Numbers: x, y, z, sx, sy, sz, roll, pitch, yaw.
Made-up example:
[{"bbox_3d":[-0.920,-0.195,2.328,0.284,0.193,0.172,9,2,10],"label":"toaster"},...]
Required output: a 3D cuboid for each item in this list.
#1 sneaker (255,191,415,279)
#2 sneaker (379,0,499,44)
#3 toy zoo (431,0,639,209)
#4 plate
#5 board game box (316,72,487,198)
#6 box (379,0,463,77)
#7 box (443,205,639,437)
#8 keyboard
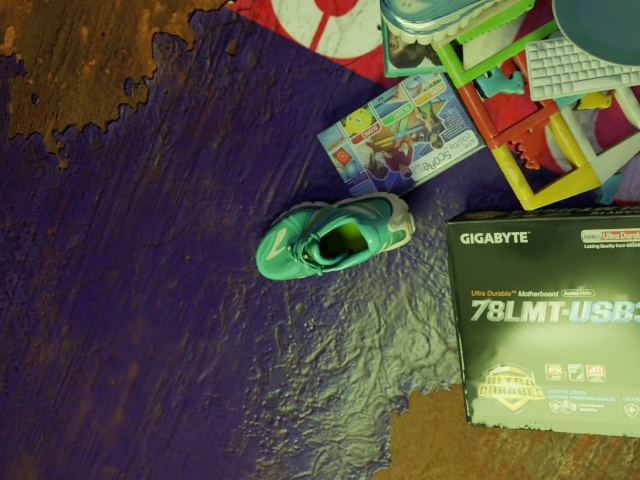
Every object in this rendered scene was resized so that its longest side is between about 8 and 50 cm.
[{"bbox_3d":[0.000,0.000,1.357,0.275,0.110,0.107,-19,101,42],"label":"sneaker"},{"bbox_3d":[0.218,-0.353,1.134,0.330,0.147,0.130,-29,70,2],"label":"sneaker"},{"bbox_3d":[0.292,-0.172,1.229,0.192,0.030,0.293,-30,94,-4],"label":"toy zoo"},{"bbox_3d":[0.376,-0.284,1.187,0.188,0.024,0.188,-2,65,4],"label":"plate"},{"bbox_3d":[0.112,-0.139,1.346,0.201,0.035,0.136,-30,90,22],"label":"board game box"},{"bbox_3d":[0.125,-0.339,1.258,0.100,0.060,0.244,-5,92,1],"label":"box"},{"bbox_3d":[0.321,0.105,1.274,0.295,0.073,0.293,-1,105,30],"label":"box"},{"bbox_3d":[0.382,-0.227,1.200,0.256,0.014,0.072,-9,94,1],"label":"keyboard"}]
